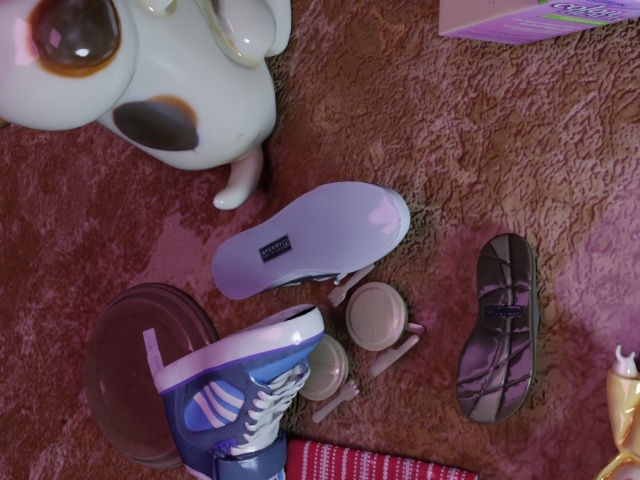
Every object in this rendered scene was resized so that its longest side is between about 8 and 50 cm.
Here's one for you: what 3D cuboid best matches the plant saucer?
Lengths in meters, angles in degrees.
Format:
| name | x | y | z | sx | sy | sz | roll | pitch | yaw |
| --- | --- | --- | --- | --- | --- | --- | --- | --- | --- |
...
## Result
| name | x | y | z | sx | sy | sz | roll | pitch | yaw |
| --- | --- | --- | --- | --- | --- | --- | --- | --- | --- |
| plant saucer | -0.255 | 0.201 | 1.462 | 0.278 | 0.041 | 0.277 | -1 | 89 | 35 |

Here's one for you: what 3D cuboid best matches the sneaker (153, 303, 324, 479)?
| name | x | y | z | sx | sy | sz | roll | pitch | yaw |
| --- | --- | --- | --- | --- | --- | --- | --- | --- | --- |
| sneaker | -0.070 | 0.229 | 1.249 | 0.323 | 0.130 | 0.236 | -27 | 87 | 44 |

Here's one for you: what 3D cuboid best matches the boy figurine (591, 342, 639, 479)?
| name | x | y | z | sx | sy | sz | roll | pitch | yaw |
| --- | --- | --- | --- | --- | --- | --- | --- | --- | --- |
| boy figurine | 0.360 | 0.177 | 1.007 | 0.177 | 0.092 | 0.285 | 39 | 108 | 25 |

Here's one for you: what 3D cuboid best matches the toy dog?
| name | x | y | z | sx | sy | sz | roll | pitch | yaw |
| --- | --- | --- | --- | --- | --- | --- | --- | --- | --- |
| toy dog | -0.257 | -0.224 | 1.237 | 0.285 | 0.408 | 0.395 | -12 | 83 | 35 |

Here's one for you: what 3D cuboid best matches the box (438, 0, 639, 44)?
| name | x | y | z | sx | sy | sz | roll | pitch | yaw |
| --- | --- | --- | --- | --- | --- | --- | --- | --- | --- |
| box | 0.236 | -0.328 | 1.015 | 0.243 | 0.117 | 0.213 | -178 | 88 | -65 |

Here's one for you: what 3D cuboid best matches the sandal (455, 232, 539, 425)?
| name | x | y | z | sx | sy | sz | roll | pitch | yaw |
| --- | --- | --- | --- | --- | --- | --- | --- | --- | --- |
| sandal | 0.209 | 0.102 | 1.134 | 0.090 | 0.060 | 0.219 | -2 | 75 | 29 |

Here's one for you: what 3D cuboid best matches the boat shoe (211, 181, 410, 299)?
| name | x | y | z | sx | sy | sz | roll | pitch | yaw |
| --- | --- | --- | --- | --- | --- | --- | --- | --- | --- |
| boat shoe | 0.001 | 0.004 | 1.246 | 0.306 | 0.105 | 0.113 | -28 | 79 | 38 |

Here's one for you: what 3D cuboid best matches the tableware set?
| name | x | y | z | sx | sy | sz | roll | pitch | yaw |
| --- | --- | --- | --- | --- | --- | --- | --- | --- | --- |
| tableware set | 0.039 | 0.129 | 1.259 | 0.194 | 0.039 | 0.128 | -42 | 62 | 24 |

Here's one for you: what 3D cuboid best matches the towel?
| name | x | y | z | sx | sy | sz | roll | pitch | yaw |
| --- | --- | --- | --- | --- | --- | --- | --- | --- | --- |
| towel | 0.065 | 0.364 | 1.247 | 0.275 | 0.031 | 0.198 | 3 | 90 | 33 |
